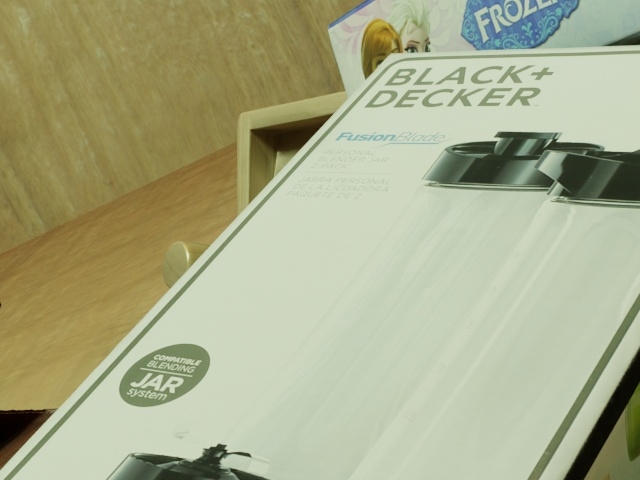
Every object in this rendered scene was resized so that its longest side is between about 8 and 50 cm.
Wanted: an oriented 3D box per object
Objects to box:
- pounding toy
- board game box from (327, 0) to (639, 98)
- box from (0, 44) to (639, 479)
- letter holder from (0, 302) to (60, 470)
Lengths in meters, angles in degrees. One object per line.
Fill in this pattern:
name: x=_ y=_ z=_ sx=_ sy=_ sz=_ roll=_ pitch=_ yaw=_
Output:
pounding toy: x=-0.004 y=0.010 z=0.885 sx=0.094 sy=0.181 sz=0.206 roll=5 pitch=-8 yaw=-44
board game box: x=0.216 y=-0.133 z=0.551 sx=0.318 sy=0.066 sz=0.318 roll=-17 pitch=-2 yaw=-32
box: x=0.029 y=0.052 z=0.408 sx=0.169 sy=0.087 sz=0.290 roll=5 pitch=40 yaw=39
letter holder: x=-0.238 y=0.158 z=0.632 sx=0.302 sy=0.152 sz=0.214 roll=-33 pitch=14 yaw=-35
